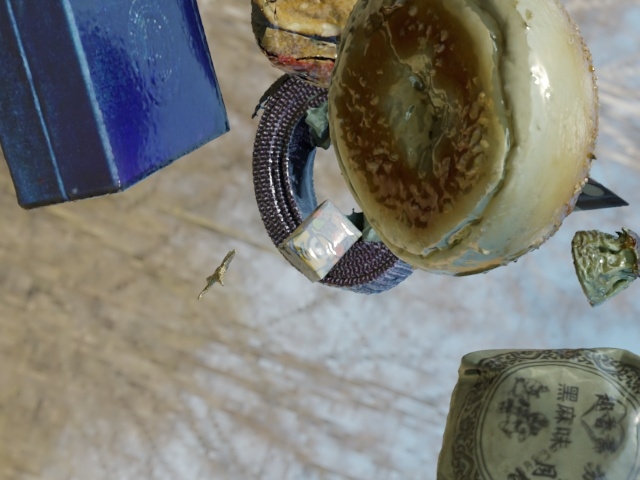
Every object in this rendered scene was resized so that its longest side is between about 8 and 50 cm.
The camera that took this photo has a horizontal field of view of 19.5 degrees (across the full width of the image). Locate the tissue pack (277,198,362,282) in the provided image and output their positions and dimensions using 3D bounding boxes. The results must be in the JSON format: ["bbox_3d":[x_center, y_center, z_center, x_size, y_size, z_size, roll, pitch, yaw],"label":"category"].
[{"bbox_3d":[0.000,0.000,2.208,0.083,0.063,0.035,-48,-174,-24],"label":"tissue pack"}]

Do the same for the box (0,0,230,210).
[{"bbox_3d":[-0.204,-0.196,1.669,0.261,0.116,0.279,-39,116,-65],"label":"box"}]

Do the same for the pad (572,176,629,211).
[{"bbox_3d":[0.179,-0.058,1.883,0.235,0.158,0.003,-6,-118,50],"label":"pad"}]

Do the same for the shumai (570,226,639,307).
[{"bbox_3d":[0.371,0.026,2.360,0.124,0.087,0.099,-24,96,-71],"label":"shumai"}]

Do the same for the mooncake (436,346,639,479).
[{"bbox_3d":[0.257,0.240,2.101,0.136,0.250,0.254,68,28,-72],"label":"mooncake"}]

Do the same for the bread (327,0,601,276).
[{"bbox_3d":[0.134,-0.120,1.676,0.305,0.159,0.305,8,-81,55],"label":"bread"}]

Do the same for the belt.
[{"bbox_3d":[0.039,-0.088,2.538,0.122,0.260,0.325,16,61,-65],"label":"belt"}]

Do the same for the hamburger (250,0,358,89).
[{"bbox_3d":[0.028,-0.280,2.115,0.107,0.231,0.231,-84,-164,-66],"label":"hamburger"}]

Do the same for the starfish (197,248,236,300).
[{"bbox_3d":[-0.117,0.032,2.250,0.092,0.016,0.086,-49,-168,47],"label":"starfish"}]
